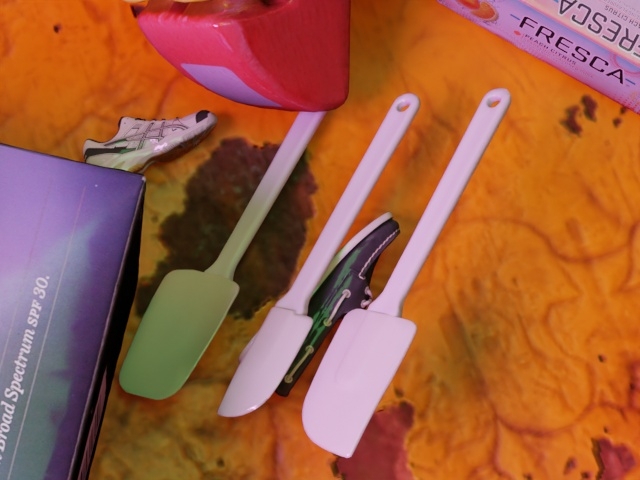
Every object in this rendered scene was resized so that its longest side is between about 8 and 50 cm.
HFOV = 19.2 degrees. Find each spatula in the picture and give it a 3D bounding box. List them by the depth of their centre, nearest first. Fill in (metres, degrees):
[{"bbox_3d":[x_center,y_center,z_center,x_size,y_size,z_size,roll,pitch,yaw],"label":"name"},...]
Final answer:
[{"bbox_3d":[0.000,0.000,1.076,0.168,0.019,0.242,10,62,37],"label":"spatula"}]

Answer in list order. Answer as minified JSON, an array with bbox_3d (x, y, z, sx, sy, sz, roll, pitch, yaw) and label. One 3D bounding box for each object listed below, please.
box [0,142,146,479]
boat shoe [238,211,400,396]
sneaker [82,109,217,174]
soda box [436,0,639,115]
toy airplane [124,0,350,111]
[{"bbox_3d":[-0.264,0.094,0.965,0.294,0.183,0.296,12,70,-3],"label":"box"},{"bbox_3d":[0.007,0.036,1.093,0.038,0.046,0.125,42,74,7],"label":"boat shoe"},{"bbox_3d":[-0.101,-0.062,1.118,0.083,0.032,0.037,-28,78,-17],"label":"sneaker"},{"bbox_3d":[0.167,-0.139,1.169,0.183,0.058,0.063,29,70,2],"label":"soda box"},{"bbox_3d":[-0.103,-0.262,0.998,0.384,0.386,0.272,42,59,8],"label":"toy airplane"}]
